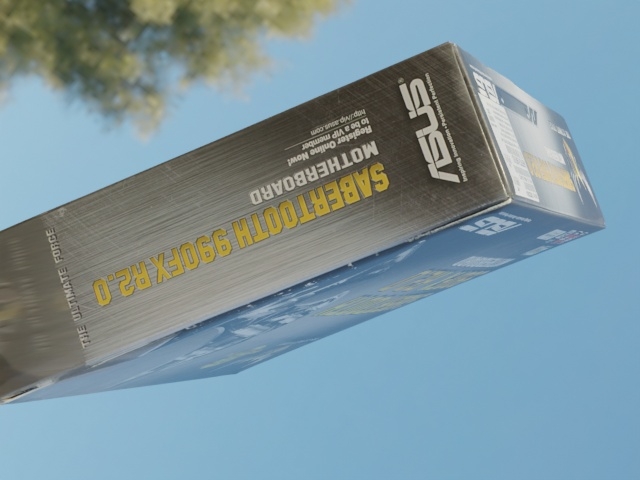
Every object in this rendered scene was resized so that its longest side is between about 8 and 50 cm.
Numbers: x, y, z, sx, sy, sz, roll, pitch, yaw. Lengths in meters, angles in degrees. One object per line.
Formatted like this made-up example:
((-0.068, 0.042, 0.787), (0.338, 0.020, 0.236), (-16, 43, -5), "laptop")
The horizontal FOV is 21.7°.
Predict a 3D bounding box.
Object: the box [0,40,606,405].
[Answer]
((0.000, 0.000, 0.623), (0.183, 0.056, 0.231), (-23, 172, 14), "box")
